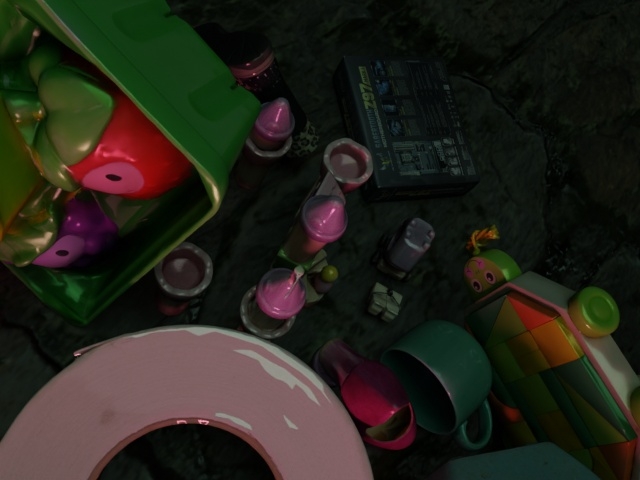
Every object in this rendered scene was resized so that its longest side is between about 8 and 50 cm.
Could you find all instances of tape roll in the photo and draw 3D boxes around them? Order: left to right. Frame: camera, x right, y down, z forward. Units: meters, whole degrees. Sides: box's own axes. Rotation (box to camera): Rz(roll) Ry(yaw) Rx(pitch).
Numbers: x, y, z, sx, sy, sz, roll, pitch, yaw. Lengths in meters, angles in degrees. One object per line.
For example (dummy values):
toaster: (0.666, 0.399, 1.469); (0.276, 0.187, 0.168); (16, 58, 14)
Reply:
tape roll: (-0.136, 0.277, 0.650); (0.391, 0.072, 0.392); (1, 82, -9)

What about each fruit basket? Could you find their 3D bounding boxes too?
fruit basket: (-0.285, -0.051, 0.613); (0.283, 0.392, 0.392); (47, 60, -10)

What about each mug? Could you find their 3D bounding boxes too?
mug: (0.160, 0.180, 0.839); (0.097, 0.129, 0.158); (-33, 117, -30)

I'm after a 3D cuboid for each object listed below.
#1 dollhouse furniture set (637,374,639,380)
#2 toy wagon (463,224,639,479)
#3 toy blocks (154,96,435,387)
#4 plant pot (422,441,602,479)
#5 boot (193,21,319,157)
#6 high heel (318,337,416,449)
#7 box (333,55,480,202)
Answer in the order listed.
dollhouse furniture set: (0.495, 0.214, 0.785); (0.256, 0.394, 0.362); (-3, 69, -21)
toy wagon: (0.267, 0.144, 0.806); (0.068, 0.267, 0.344); (-23, 76, -27)
toy blocks: (0.000, 0.000, 0.776); (0.308, 0.260, 0.289); (30, 60, -6)
plant pot: (0.213, 0.373, 0.712); (0.247, 0.248, 0.252); (-3, 55, -21)
boot: (-0.112, -0.211, 0.921); (0.085, 0.236, 0.179); (-48, 132, -15)
high heel: (0.085, 0.205, 0.735); (0.082, 0.244, 0.117); (-39, 43, -13)
box: (0.133, -0.180, 1.018); (0.183, 0.059, 0.233); (-6, 70, -22)
